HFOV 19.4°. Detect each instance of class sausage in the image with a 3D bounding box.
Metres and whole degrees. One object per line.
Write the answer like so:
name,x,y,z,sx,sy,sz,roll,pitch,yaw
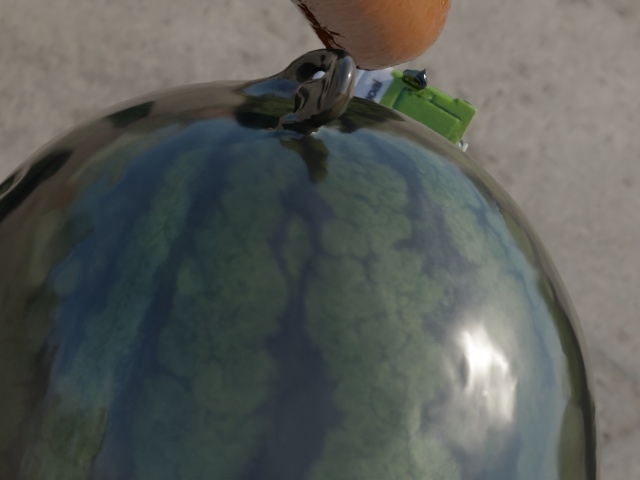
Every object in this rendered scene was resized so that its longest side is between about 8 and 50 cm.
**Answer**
sausage,0.013,-0.129,0.805,0.076,0.076,0.197,52,3,20

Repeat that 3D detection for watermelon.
watermelon,-0.032,0.091,0.727,0.279,0.359,0.279,9,17,-3

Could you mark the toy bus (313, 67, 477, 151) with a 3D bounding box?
toy bus,0.000,0.000,1.481,0.139,0.302,0.113,31,-5,3
